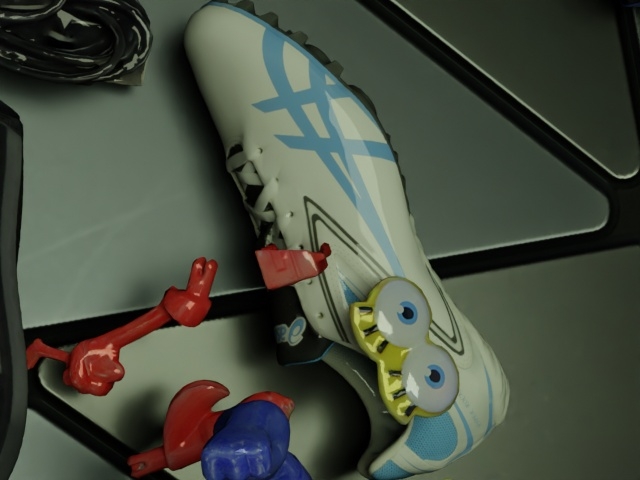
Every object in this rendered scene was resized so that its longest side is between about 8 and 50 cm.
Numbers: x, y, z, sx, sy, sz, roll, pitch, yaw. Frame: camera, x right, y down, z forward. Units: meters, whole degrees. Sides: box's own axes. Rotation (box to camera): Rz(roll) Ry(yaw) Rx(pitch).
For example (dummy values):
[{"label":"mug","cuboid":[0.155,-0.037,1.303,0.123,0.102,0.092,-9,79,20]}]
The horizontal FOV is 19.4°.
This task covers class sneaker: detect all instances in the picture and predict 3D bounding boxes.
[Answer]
[{"label":"sneaker","cuboid":[0.000,0.000,0.840,0.086,0.085,0.237,-31,94,-22]}]

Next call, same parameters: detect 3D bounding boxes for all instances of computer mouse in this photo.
[{"label":"computer mouse","cuboid":[-0.177,0.005,0.794,0.188,0.072,0.272,9,70,-15]}]

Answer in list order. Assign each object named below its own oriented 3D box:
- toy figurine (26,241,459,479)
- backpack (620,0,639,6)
[{"label":"toy figurine","cuboid":[-0.021,0.189,0.714,0.191,0.217,0.362,-13,92,8]},{"label":"backpack","cuboid":[0.190,-0.173,0.904,0.084,0.114,0.105,-8,87,-19]}]
